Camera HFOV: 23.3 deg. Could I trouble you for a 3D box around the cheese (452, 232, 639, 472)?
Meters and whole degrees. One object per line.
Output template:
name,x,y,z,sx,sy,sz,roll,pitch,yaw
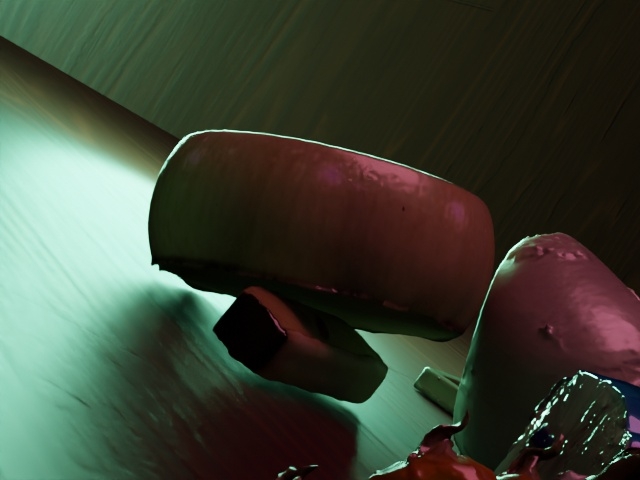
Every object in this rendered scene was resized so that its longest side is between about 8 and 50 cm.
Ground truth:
cheese,0.185,0.116,1.156,0.154,0.198,0.189,-13,36,-39

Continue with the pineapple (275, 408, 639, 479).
pineapple,0.104,0.133,0.553,0.250,0.164,0.140,30,-4,13

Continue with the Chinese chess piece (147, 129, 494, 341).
Chinese chess piece,0.000,0.000,1.146,0.257,0.104,0.257,13,-7,2

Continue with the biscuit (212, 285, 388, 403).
biscuit,-0.009,0.077,1.079,0.056,0.052,0.188,40,7,26

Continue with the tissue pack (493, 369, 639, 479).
tissue pack,0.237,0.198,0.884,0.270,0.137,0.209,31,3,-4

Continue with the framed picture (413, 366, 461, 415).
framed picture,0.303,0.250,1.561,0.326,0.028,0.446,34,4,30

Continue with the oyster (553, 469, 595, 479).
oyster,0.210,0.192,0.689,0.351,0.162,0.158,15,-10,0
